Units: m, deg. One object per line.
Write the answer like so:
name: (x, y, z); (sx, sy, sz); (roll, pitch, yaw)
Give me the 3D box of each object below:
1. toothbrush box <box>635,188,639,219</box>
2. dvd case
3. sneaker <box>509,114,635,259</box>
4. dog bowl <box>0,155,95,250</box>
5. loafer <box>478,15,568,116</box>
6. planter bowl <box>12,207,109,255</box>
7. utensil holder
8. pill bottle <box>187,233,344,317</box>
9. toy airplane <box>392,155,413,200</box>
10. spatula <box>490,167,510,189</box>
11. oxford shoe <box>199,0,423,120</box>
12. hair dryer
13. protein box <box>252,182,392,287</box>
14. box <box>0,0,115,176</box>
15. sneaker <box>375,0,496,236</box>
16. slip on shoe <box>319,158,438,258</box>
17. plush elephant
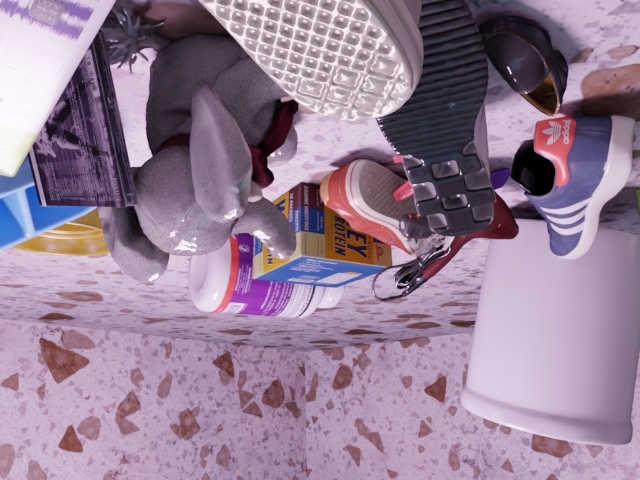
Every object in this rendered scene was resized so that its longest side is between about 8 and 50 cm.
toothbrush box: (0.750, -0.056, 1.107); (0.206, 0.122, 0.283); (12, 160, -35)
dvd case: (-0.267, -0.117, 0.663); (0.221, 0.165, 0.018); (3, -164, 45)
sneaker: (0.369, -0.082, 0.981); (0.148, 0.131, 0.350); (9, 154, 14)
dog bowl: (-0.397, -0.062, 0.816); (0.297, 0.074, 0.166); (-30, 166, -28)
loafer: (0.232, -0.193, 0.698); (0.170, 0.061, 0.062); (15, 158, -42)
planter bowl: (-0.457, -0.042, 1.104); (0.217, 0.091, 0.217); (-1, 164, 0)
utensil holder: (0.476, 0.170, 1.262); (0.327, 0.386, 0.327); (10, 178, 0)
pill bottle: (-0.114, 0.075, 1.374); (0.322, 0.182, 0.181); (8, 161, -30)
toy airplane: (0.165, -0.117, 0.983); (0.151, 0.028, 0.151); (-17, 154, -9)
spatula: (0.382, -0.101, 1.080); (0.296, 0.031, 0.084); (-3, 160, 4)
oxford shoe: (-0.056, -0.254, 0.385); (0.169, 0.130, 0.449); (-5, 150, 32)
hair dryer: (0.226, -0.008, 1.082); (0.293, 0.080, 0.224); (-13, 148, -21)
protein box: (0.000, 0.000, 1.205); (0.199, 0.136, 0.201); (8, 161, -29)
box: (-0.304, -0.191, 0.487); (0.232, 0.059, 0.322); (14, 136, -41)
sneaker: (0.131, -0.159, 0.720); (0.122, 0.146, 0.331); (-5, 142, 14)
slip on shoe: (0.118, -0.049, 1.103); (0.101, 0.123, 0.331); (-2, 161, 38)
plush elephant: (-0.107, -0.087, 0.688); (0.329, 0.256, 0.271); (12, 159, -37)
